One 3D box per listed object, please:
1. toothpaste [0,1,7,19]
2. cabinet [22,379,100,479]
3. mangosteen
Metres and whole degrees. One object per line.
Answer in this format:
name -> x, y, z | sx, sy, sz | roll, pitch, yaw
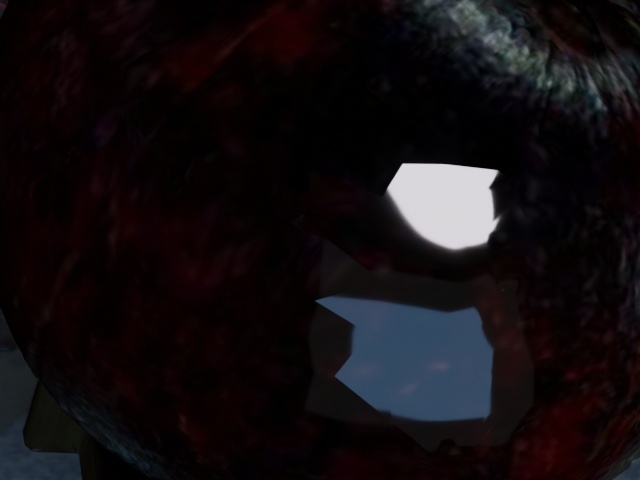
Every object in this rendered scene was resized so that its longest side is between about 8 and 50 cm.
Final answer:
toothpaste -> -0.180, -0.114, 0.579 | 0.045, 0.028, 0.170 | -31, 138, 23
cabinet -> -0.037, 0.138, 0.765 | 0.215, 0.174, 0.148 | 5, 132, -22
mangosteen -> 0.002, -0.012, 0.554 | 0.300, 0.300, 0.300 | -8, 135, -8
